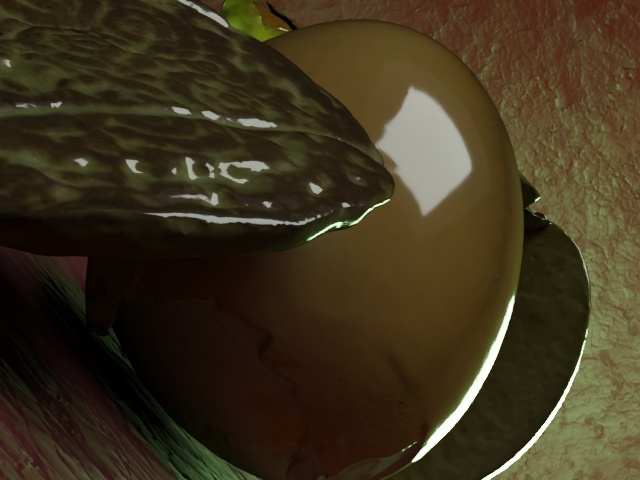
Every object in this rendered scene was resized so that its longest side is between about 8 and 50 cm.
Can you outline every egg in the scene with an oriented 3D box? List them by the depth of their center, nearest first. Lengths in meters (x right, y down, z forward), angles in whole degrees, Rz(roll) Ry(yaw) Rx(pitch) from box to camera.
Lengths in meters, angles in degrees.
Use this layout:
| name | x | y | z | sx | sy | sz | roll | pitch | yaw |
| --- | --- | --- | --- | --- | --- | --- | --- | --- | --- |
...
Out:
| name | x | y | z | sx | sy | sz | roll | pitch | yaw |
| --- | --- | --- | --- | --- | --- | --- | --- | --- | --- |
| egg | 0.000 | 0.000 | 0.757 | 0.201 | 0.244 | 0.201 | 22 | -27 | 12 |

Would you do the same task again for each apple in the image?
| name | x | y | z | sx | sy | sz | roll | pitch | yaw |
| --- | --- | --- | --- | --- | --- | --- | --- | --- | --- |
| apple | 0.061 | 0.041 | 1.255 | 0.295 | 0.258 | 0.233 | 49 | -1 | -14 |

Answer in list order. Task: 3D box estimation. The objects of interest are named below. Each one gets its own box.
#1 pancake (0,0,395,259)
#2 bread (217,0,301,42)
| name | x | y | z | sx | sy | sz | roll | pitch | yaw |
| --- | --- | --- | --- | --- | --- | --- | --- | --- | --- |
| pancake | -0.090 | -0.061 | 0.592 | 0.250 | 0.031 | 0.250 | 16 | 26 | -8 |
| bread | -0.022 | -0.038 | 1.428 | 0.279 | 0.248 | 0.315 | 47 | 3 | 9 |
